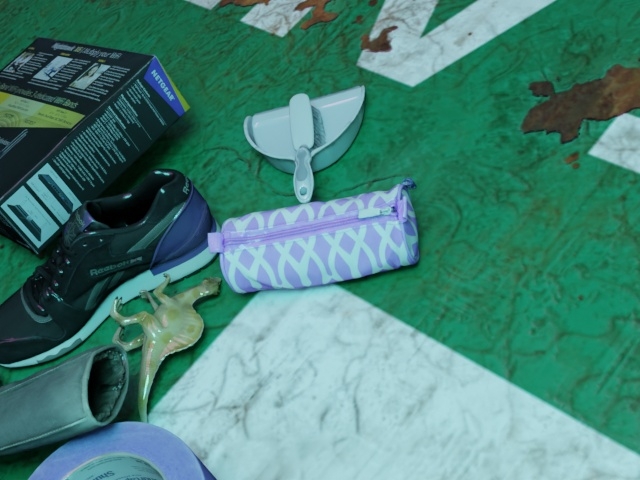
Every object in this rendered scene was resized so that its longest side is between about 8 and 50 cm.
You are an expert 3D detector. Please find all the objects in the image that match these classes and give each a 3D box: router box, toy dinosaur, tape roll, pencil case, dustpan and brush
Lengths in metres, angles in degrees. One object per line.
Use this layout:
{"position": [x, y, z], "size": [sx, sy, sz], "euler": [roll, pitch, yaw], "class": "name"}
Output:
{"position": [-0.334, -0.126, 1.165], "size": [0.243, 0.081, 0.308], "euler": [-48, 38, -19], "class": "router box"}
{"position": [-0.166, 0.093, 0.988], "size": [0.092, 0.053, 0.183], "euler": [16, 59, 18], "class": "toy dinosaur"}
{"position": [-0.171, 0.258, 0.846], "size": [0.188, 0.080, 0.189], "euler": [-11, 50, 13], "class": "tape roll"}
{"position": [0.000, 0.000, 0.981], "size": [0.206, 0.088, 0.086], "euler": [-13, 76, 13], "class": "pencil case"}
{"position": [-0.016, -0.105, 1.089], "size": [0.147, 0.060, 0.211], "euler": [-14, 50, 10], "class": "dustpan and brush"}

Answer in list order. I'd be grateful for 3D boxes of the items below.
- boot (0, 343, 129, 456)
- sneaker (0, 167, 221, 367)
{"position": [-0.277, 0.143, 0.932], "size": [0.208, 0.076, 0.190], "euler": [-32, 31, 16], "class": "boot"}
{"position": [-0.251, 0.017, 1.037], "size": [0.283, 0.124, 0.107], "euler": [-33, 49, -7], "class": "sneaker"}
